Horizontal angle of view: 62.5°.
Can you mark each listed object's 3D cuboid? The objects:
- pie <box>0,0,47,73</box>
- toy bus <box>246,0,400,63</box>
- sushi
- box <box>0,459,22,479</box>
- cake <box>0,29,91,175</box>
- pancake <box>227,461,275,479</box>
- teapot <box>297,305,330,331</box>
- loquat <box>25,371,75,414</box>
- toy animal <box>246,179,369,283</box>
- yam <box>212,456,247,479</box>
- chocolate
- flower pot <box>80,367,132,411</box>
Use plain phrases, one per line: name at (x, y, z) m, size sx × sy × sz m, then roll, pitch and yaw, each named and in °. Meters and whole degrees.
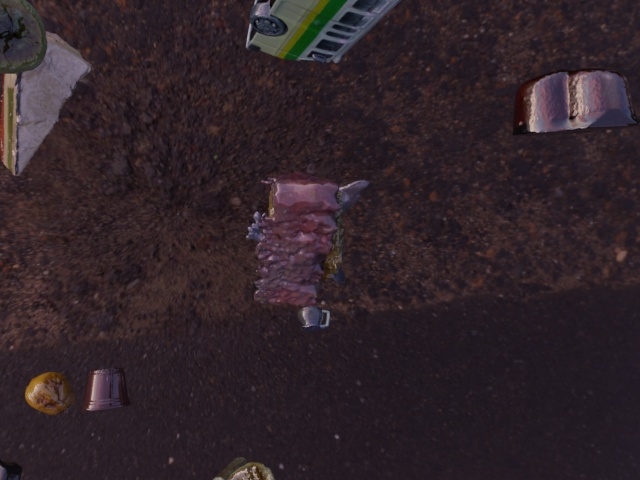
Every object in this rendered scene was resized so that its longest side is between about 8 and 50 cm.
pie at (-0.318, -0.208, 0.531) m, size 0.084 × 0.021 × 0.084 m, roll -29°, pitch 128°, yaw -46°
toy bus at (0.008, -0.338, 0.696) m, size 0.165 × 0.276 × 0.133 m, roll 15°, pitch 81°, yaw -20°
sushi at (-0.023, -0.026, 0.658) m, size 0.108 × 0.241 × 0.161 m, roll 4°, pitch 49°, yaw -4°
box at (-0.823, 0.632, 1.171) m, size 0.290 × 0.073 × 0.288 m, roll -5°, pitch 61°, yaw 22°
cake at (-0.458, -0.221, 0.803) m, size 0.220 × 0.086 × 0.117 m, roll -54°, pitch 140°, yaw -3°
pancake at (-0.122, 0.446, 0.914) m, size 0.023 × 0.130 × 0.116 m, roll 33°, pitch 49°, yaw -44°
teapot at (-0.015, 0.208, 1.389) m, size 0.088 × 0.066 × 0.057 m, roll 1°, pitch 61°, yaw -19°
loquat at (-0.776, 0.443, 1.516) m, size 0.137 × 0.137 × 0.113 m, roll 45°, pitch 40°, yaw -13°
toy animal at (-0.034, -0.011, 1.009) m, size 0.206 × 0.367 × 0.081 m, roll 5°, pitch 61°, yaw -1°
yam at (-0.245, 0.653, 1.438) m, size 0.070 × 0.146 × 0.069 m, roll 1°, pitch 93°, yaw 20°
chocolate at (0.329, -0.178, 0.676) m, size 0.125 × 0.149 × 0.080 m, roll -16°, pitch 103°, yaw -56°
flower pot at (-0.491, 0.338, 1.208) m, size 0.111 × 0.111 × 0.089 m, roll -3°, pitch 78°, yaw -15°
